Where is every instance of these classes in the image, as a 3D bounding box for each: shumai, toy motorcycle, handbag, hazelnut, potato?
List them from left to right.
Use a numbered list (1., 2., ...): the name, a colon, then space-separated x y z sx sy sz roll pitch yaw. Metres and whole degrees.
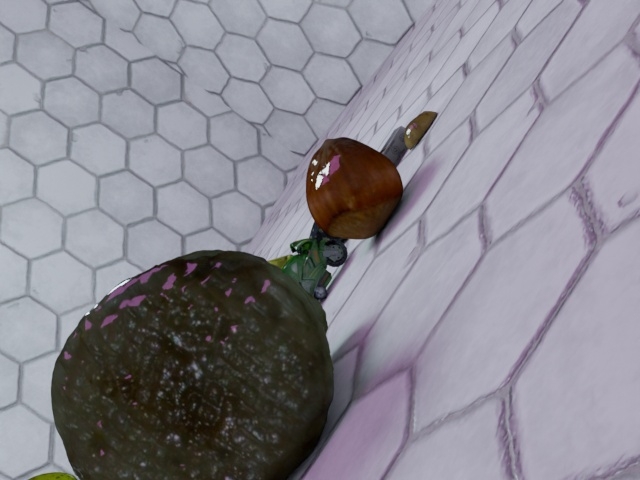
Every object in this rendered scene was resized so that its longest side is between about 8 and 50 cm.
1. shumai: -0.135 0.179 1.247 0.397 0.324 0.323 -44 -6 16
2. toy motorcycle: -0.032 0.064 1.689 0.190 0.106 0.074 -55 7 -15
3. handbag: 0.000 0.000 1.918 0.139 0.072 0.115 -56 8 27
4. hazelnut: 0.050 -0.089 1.600 0.182 0.182 0.182 -54 8 10
5. potato: 0.194 -0.228 1.823 0.093 0.036 0.037 -54 4 -3

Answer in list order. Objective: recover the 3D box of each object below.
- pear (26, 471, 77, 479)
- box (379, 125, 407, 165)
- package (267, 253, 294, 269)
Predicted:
1. pear: -0.482 0.559 1.791 0.164 0.255 0.238 -62 5 -34
2. box: 0.118 -0.136 1.891 0.218 0.039 0.055 -57 9 -12
3. package: -0.142 0.123 2.182 0.226 0.090 0.168 -39 20 58
